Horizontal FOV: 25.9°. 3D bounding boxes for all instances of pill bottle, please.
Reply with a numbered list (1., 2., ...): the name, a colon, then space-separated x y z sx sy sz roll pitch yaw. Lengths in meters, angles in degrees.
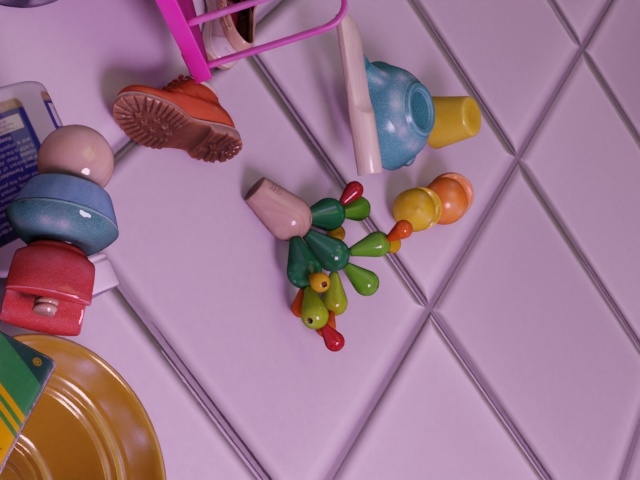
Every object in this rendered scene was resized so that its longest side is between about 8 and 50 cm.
1. pill bottle: -0.247 -0.030 1.179 0.112 0.112 0.186 -24 89 -55

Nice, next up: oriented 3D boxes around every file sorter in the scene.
1. file sorter: -0.099 -0.341 1.360 0.290 0.182 0.202 66 6 -56

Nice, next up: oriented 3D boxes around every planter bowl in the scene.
1. planter bowl: -0.229 0.188 1.090 0.217 0.090 0.217 28 50 -39

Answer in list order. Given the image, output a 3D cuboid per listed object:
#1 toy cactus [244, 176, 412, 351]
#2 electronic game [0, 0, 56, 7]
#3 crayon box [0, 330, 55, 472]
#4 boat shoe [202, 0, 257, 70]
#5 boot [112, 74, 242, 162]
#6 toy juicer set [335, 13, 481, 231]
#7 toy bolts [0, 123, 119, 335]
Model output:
1. toy cactus: 0.000 0.000 1.500 0.180 0.112 0.219 40 50 -16
2. electronic game: -0.284 -0.334 1.311 0.229 0.048 0.229 -11 104 -50
3. crayon box: -0.359 0.094 0.905 0.319 0.081 0.202 29 44 -10
4. boat shoe: -0.095 -0.271 1.561 0.063 0.059 0.170 25 52 -42
5. boot: -0.153 -0.137 1.419 0.158 0.059 0.084 18 45 -47
6. toy juicer set: 0.084 -0.118 1.685 0.329 0.090 0.209 23 65 -53
7. toy bolts: -0.255 -0.043 1.036 0.229 0.218 0.158 15 65 -17
